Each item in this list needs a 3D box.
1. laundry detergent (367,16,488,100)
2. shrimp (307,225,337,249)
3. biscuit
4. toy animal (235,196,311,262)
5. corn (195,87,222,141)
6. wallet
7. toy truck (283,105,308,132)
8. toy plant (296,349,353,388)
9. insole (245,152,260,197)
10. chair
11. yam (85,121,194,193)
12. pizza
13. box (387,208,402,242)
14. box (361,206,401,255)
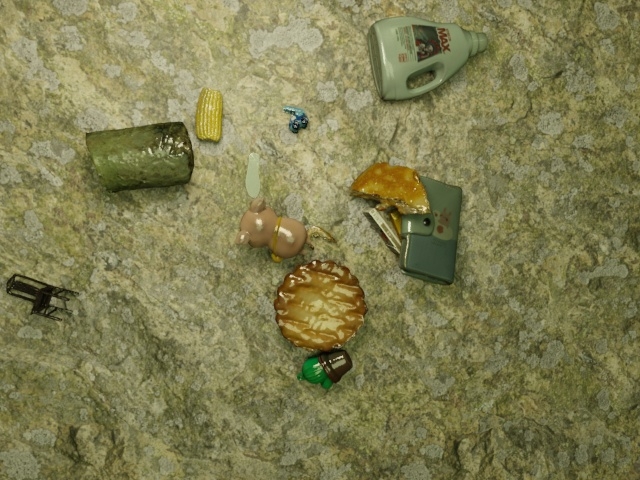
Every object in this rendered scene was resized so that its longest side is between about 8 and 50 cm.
[{"bbox_3d":[0.373,-0.627,1.500,0.398,0.125,0.263,-12,97,-10],"label":"laundry detergent"},{"bbox_3d":[0.000,0.000,1.553,0.114,0.023,0.083,26,94,-6],"label":"shrimp"},{"bbox_3d":[-0.001,0.224,1.537,0.326,0.107,0.325,-1,95,-6],"label":"biscuit"},{"bbox_3d":[-0.150,-0.021,1.470,0.248,0.149,0.165,22,77,-22],"label":"toy animal"},{"bbox_3d":[-0.357,-0.405,1.427,0.085,0.063,0.165,7,93,-1],"label":"corn"},{"bbox_3d":[0.382,-0.041,1.524,0.252,0.083,0.360,15,77,-28],"label":"wallet"},{"bbox_3d":[-0.086,-0.413,1.481,0.073,0.056,0.090,-32,87,-9],"label":"toy truck"},{"bbox_3d":[0.015,0.462,1.571,0.201,0.105,0.142,-28,115,12],"label":"toy plant"},{"bbox_3d":[-0.227,-0.221,1.500,0.053,0.002,0.152,5,95,-10],"label":"insole"},{"bbox_3d":[-0.890,0.174,1.382,0.213,0.101,0.084,21,92,-12],"label":"chair"},{"bbox_3d":[-0.535,-0.253,1.352,0.300,0.195,0.195,-9,98,-7],"label":"yam"},{"bbox_3d":[0.250,-0.166,1.473,0.189,0.297,0.071,-53,145,-22],"label":"pizza"},{"bbox_3d":[0.365,-0.013,1.602,0.152,0.043,0.269,-28,101,-9],"label":"box"},{"bbox_3d":[0.222,-0.030,1.542,0.029,0.109,0.198,-38,100,-3],"label":"box"}]
